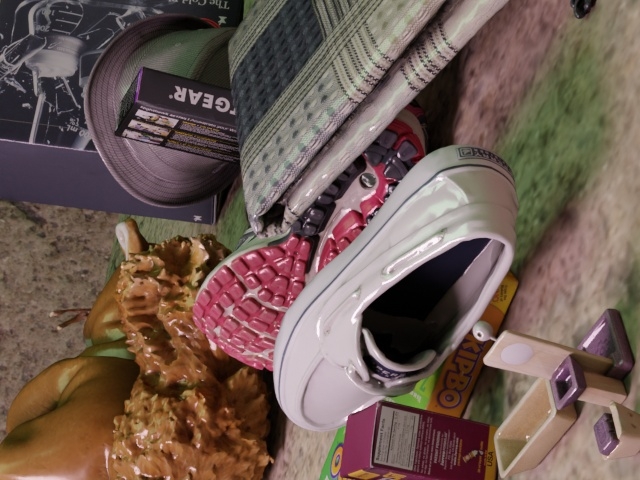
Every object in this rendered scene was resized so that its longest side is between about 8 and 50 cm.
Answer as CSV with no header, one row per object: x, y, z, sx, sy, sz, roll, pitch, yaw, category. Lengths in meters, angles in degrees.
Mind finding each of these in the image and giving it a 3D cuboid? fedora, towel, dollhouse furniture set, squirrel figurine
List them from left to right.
-0.171,0.147,1.313,0.397,0.281,0.370,-34,30,43,squirrel figurine
-0.149,-0.177,1.523,0.124,0.243,0.275,-12,17,43,fedora
0.039,-0.195,0.945,0.324,0.056,0.312,-49,27,23,towel
0.104,0.096,0.643,0.091,0.081,0.114,-93,24,-47,dollhouse furniture set

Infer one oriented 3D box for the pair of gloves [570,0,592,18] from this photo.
0.181,-0.182,0.759,0.083,0.010,0.074,152,131,-70,pair of gloves

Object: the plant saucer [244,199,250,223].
-0.050,-0.098,1.430,0.168,0.029,0.168,-165,90,-73,plant saucer

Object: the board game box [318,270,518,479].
0.059,0.114,0.860,0.124,0.039,0.259,-117,47,-64,board game box

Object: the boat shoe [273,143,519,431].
0.039,0.054,0.765,0.084,0.095,0.258,-91,23,-47,boat shoe

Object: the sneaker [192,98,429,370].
0.000,0.000,1.036,0.299,0.121,0.112,-48,12,31,sneaker

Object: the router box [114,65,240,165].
-0.129,-0.133,1.352,0.133,0.179,0.046,151,129,-67,router box

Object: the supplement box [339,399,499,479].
0.062,0.132,0.750,0.055,0.083,0.043,139,143,-64,supplement box

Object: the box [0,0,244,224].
-0.296,-0.215,1.742,0.179,0.343,0.312,101,174,-64,box
